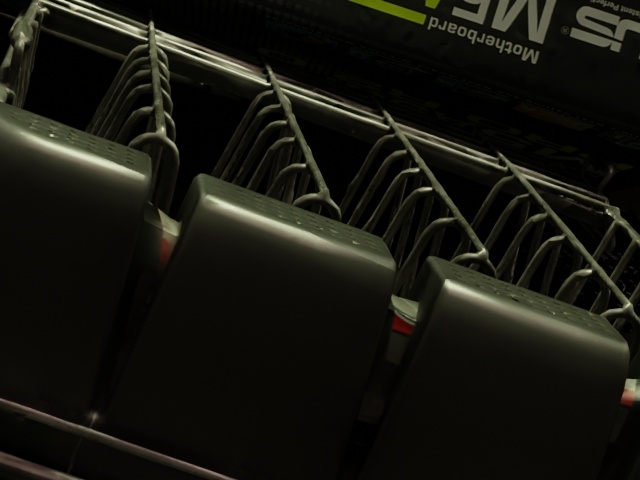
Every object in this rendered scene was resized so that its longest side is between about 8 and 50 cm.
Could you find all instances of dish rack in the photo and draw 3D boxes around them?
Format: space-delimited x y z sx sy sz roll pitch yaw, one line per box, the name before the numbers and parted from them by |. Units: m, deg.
dish rack | 0.000 0.000 0.487 0.208 0.074 0.271 21 13 -10

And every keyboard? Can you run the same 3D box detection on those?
keyboard | 0.124 0.008 0.701 0.100 0.038 0.192 31 16 33

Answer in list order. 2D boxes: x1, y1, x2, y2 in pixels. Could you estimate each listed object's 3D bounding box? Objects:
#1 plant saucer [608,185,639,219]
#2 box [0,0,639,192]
plant saucer | 0.163 -0.038 0.946 0.168 0.029 0.168 20 15 -6
box | 0.000 -0.086 0.667 0.270 0.060 0.216 18 -3 -4
